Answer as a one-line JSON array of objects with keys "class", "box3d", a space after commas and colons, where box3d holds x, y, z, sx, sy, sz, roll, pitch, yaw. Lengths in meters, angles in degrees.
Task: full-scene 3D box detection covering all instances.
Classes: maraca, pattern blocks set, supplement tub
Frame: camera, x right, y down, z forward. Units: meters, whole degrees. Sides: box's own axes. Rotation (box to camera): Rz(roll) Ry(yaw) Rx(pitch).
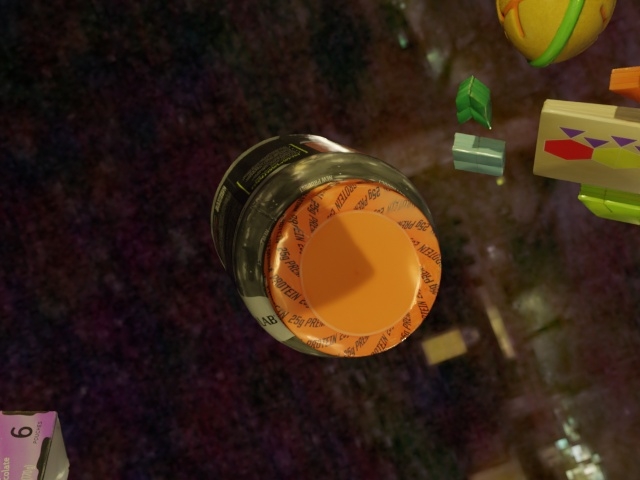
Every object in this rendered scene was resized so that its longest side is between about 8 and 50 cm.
[{"class": "maraca", "box3d": [0.203, -0.228, 0.924, 0.185, 0.099, 0.127, -84, -166, -47]}, {"class": "pattern blocks set", "box3d": [0.265, -0.071, 0.847, 0.285, 0.325, 0.026, 90, 14, -74]}, {"class": "supplement tub", "box3d": [0.000, 0.000, 1.120, 0.338, 0.207, 0.207, -137, -157, -75]}]

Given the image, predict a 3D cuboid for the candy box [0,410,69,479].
[{"class": "candy box", "box3d": [-0.281, 0.195, 0.698, 0.165, 0.196, 0.070, -91, -177, -48]}]
